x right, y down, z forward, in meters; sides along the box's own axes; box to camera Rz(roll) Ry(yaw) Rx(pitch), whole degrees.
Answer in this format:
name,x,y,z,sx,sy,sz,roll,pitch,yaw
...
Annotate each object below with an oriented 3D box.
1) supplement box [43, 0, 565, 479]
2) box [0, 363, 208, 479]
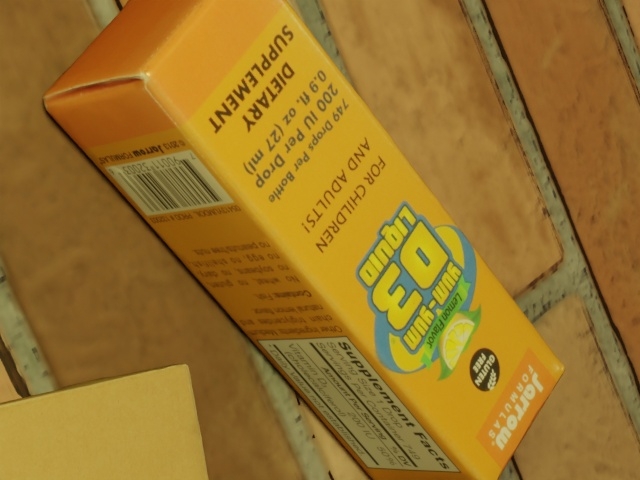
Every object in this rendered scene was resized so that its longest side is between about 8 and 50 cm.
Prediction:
name,x,y,z,sx,sy,sz,roll,pitch,yaw
supplement box,0.000,0.000,0.668,0.233,0.080,0.078,51,57,-26
box,-0.116,0.142,0.585,0.201,0.021,0.164,-10,91,-42
